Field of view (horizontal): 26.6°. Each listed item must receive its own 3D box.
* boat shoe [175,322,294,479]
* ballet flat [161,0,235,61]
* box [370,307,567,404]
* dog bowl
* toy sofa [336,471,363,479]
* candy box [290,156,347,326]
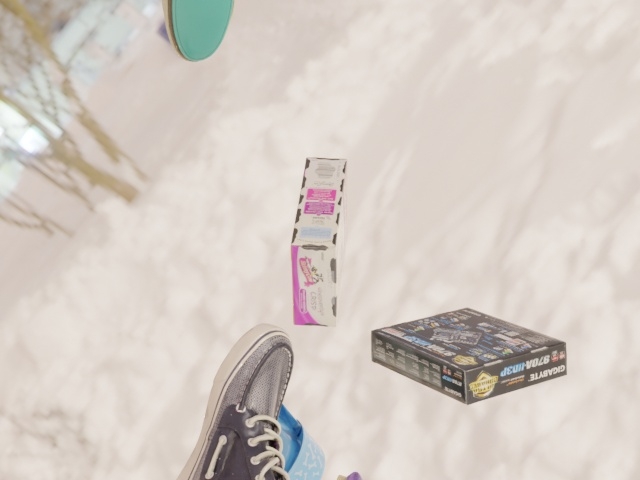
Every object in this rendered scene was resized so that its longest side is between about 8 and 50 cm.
[{"bbox_3d":[-0.086,0.289,1.850,0.158,0.127,0.340,16,81,42],"label":"boat shoe"},{"bbox_3d":[-0.137,-0.317,1.471,0.086,0.086,0.248,-68,-11,-51],"label":"ballet flat"},{"bbox_3d":[0.201,0.153,1.852,0.175,0.051,0.220,-12,17,-31],"label":"box"},{"bbox_3d":[-0.086,0.361,2.270,0.166,0.074,0.297,-49,24,-2],"label":"dog bowl"},{"bbox_3d":[0.048,0.443,1.462,0.177,0.150,0.362,-57,-20,-66],"label":"toy sofa"},{"bbox_3d":[0.000,0.000,2.095,0.233,0.071,0.159,-83,-7,-53],"label":"candy box"}]
